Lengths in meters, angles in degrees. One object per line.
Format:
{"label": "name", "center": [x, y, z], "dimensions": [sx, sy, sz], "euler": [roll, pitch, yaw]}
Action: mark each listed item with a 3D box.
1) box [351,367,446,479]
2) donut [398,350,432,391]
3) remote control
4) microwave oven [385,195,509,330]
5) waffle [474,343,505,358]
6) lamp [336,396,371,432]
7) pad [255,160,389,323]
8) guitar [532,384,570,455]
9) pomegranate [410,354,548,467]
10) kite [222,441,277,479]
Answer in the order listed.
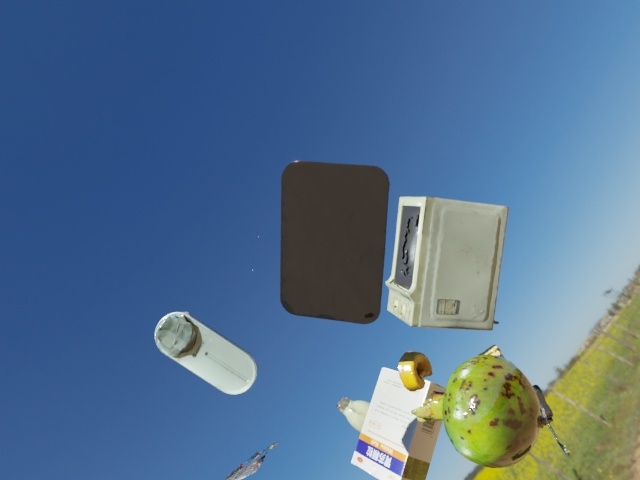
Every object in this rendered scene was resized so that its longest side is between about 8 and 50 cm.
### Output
{"label": "box", "center": [0.232, 0.544, 1.376], "dimensions": [0.106, 0.200, 0.300], "euler": [32, -108, -30]}
{"label": "donut", "center": [0.253, 0.340, 1.247], "dimensions": [0.043, 0.097, 0.108], "euler": [-26, 16, 44]}
{"label": "remote control", "center": [-0.251, 0.248, 1.049], "dimensions": [0.104, 0.247, 0.052], "euler": [-55, 2, 2]}
{"label": "microwave oven", "center": [0.356, 0.060, 1.374], "dimensions": [0.286, 0.218, 0.355], "euler": [4, -86, -13]}
{"label": "waffle", "center": [0.445, 0.344, 1.228], "dimensions": [0.102, 0.042, 0.148], "euler": [-37, -54, 2]}
{"label": "lamp", "center": [0.167, 0.590, 1.544], "dimensions": [0.101, 0.250, 0.101], "euler": [-59, -5, -8]}
{"label": "pad", "center": [-0.001, 0.000, 1.106], "dimensions": [0.063, 0.314, 0.376], "euler": [-53, -32, -70]}
{"label": "guitar", "center": [0.755, 0.592, 1.562], "dimensions": [0.025, 0.233, 0.088], "euler": [-16, -40, -4]}
{"label": "pomegranate", "center": [0.313, 0.338, 0.949], "dimensions": [0.211, 0.262, 0.211], "euler": [10, -102, -57]}
{"label": "kite", "center": [-0.204, 0.651, 1.388], "dimensions": [0.152, 0.015, 0.285], "euler": [-28, -12, 11]}
